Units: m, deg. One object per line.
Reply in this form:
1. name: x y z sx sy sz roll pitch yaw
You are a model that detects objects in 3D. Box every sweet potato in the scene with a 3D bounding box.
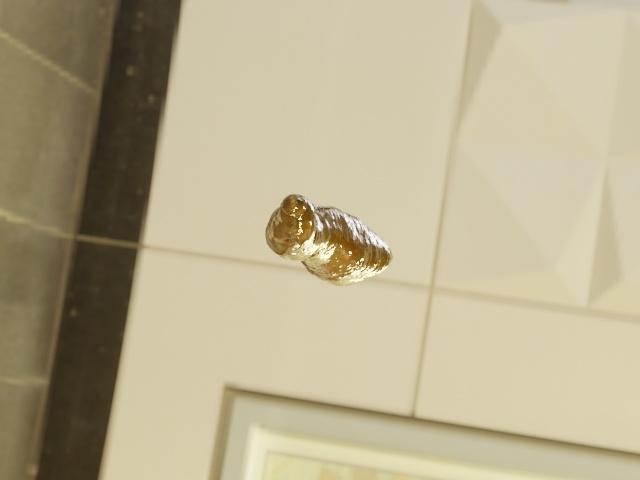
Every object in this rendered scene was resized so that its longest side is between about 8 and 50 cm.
1. sweet potato: 0.000 0.000 0.493 0.115 0.026 0.026 19 79 -72
